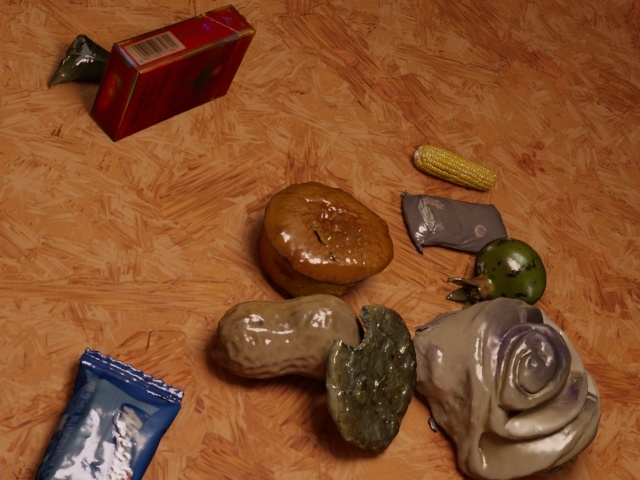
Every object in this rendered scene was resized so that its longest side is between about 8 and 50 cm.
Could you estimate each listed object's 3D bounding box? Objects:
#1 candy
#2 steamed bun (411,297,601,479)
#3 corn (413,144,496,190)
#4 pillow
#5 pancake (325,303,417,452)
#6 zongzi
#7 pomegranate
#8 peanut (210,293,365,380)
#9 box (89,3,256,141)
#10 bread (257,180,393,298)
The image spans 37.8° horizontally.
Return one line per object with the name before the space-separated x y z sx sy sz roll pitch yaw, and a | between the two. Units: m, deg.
candy | -0.332 0.314 1.389 0.187 0.077 0.331 30 46 -13
steamed bun | 0.351 0.251 1.689 0.394 0.237 0.347 27 47 -7
corn | 0.301 -0.164 2.118 0.206 0.067 0.067 18 48 -19
pillow | 0.298 -0.040 2.022 0.255 0.059 0.169 7 49 -23
pancake | 0.090 0.239 1.604 0.253 0.037 0.254 2 88 -51
zongzi | -0.447 -0.320 1.869 0.154 0.062 0.130 33 65 -23
pomegranate | 0.358 0.080 1.917 0.220 0.156 0.156 -20 61 -3
peanut | -0.040 0.160 1.612 0.291 0.159 0.143 5 30 -24
box | -0.289 -0.334 1.846 0.089 0.197 0.313 47 47 13
bread | 0.000 0.000 1.772 0.268 0.146 0.268 17 44 -17
